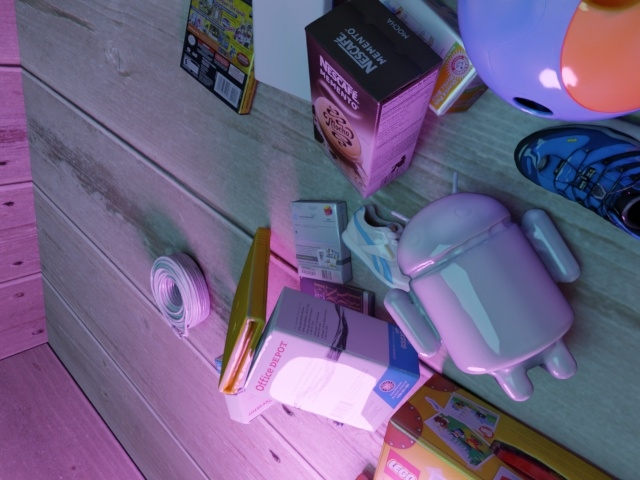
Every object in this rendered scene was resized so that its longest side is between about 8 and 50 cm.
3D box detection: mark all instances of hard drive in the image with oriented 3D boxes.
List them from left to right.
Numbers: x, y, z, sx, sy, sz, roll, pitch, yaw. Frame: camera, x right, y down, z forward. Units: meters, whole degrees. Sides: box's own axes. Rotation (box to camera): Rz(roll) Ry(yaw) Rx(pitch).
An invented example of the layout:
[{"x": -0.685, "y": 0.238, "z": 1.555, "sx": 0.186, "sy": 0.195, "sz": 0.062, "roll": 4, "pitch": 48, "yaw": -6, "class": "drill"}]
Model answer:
[{"x": -0.059, "y": -0.459, "z": 0.880, "sx": 0.210, "sy": 0.040, "sz": 0.319, "roll": 33, "pitch": 135, "yaw": 33, "class": "hard drive"}]

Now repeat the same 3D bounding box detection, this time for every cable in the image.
[{"x": -0.469, "y": 0.168, "z": 1.488, "sx": 0.257, "sy": 0.089, "sz": 0.257, "roll": 45, "pitch": 128, "yaw": 22, "class": "cable"}]

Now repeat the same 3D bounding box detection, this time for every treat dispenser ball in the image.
[{"x": 0.296, "y": -0.275, "z": 0.472, "sx": 0.288, "sy": 0.288, "sz": 0.288, "roll": 15, "pitch": 114, "yaw": 38, "class": "treat dispenser ball"}]

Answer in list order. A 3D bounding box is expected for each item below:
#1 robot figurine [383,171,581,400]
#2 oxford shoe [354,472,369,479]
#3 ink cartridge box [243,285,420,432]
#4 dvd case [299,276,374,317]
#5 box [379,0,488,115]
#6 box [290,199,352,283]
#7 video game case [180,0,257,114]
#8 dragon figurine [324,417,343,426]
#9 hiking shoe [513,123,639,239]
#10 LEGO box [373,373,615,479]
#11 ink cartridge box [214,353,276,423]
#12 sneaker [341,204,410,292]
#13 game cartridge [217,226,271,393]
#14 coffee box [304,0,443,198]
[{"x": 0.257, "y": 0.071, "z": 0.724, "sx": 0.299, "sy": 0.200, "sz": 0.354, "roll": -29, "pitch": 82, "yaw": 3, "class": "robot figurine"}, {"x": 0.086, "y": 0.785, "z": 1.177, "sx": 0.132, "sy": 0.130, "sz": 0.364, "roll": 31, "pitch": 123, "yaw": 23, "class": "oxford shoe"}, {"x": 0.020, "y": 0.257, "z": 0.945, "sx": 0.307, "sy": 0.129, "sz": 0.223, "roll": 20, "pitch": 126, "yaw": -8, "class": "ink cartridge box"}, {"x": 0.036, "y": 0.177, "z": 1.085, "sx": 0.221, "sy": 0.018, "sz": 0.165, "roll": 13, "pitch": 113, "yaw": 38, "class": "dvd case"}, {"x": 0.182, "y": -0.310, "z": 0.721, "sx": 0.203, "sy": 0.114, "sz": 0.103, "roll": 52, "pitch": 131, "yaw": 15, "class": "box"}, {"x": 0.000, "y": 0.000, "z": 1.043, "sx": 0.145, "sy": 0.038, "sz": 0.186, "roll": 6, "pitch": 109, "yaw": 40, "class": "box"}, {"x": -0.240, "y": -0.487, "z": 1.096, "sx": 0.275, "sy": 0.035, "sz": 0.248, "roll": 42, "pitch": 128, "yaw": 25, "class": "video game case"}, {"x": -0.014, "y": 0.329, "z": 1.134, "sx": 0.085, "sy": 0.144, "sz": 0.289, "roll": -29, "pitch": 65, "yaw": 46, "class": "dragon figurine"}, {"x": 0.401, "y": -0.077, "z": 0.592, "sx": 0.304, "sy": 0.132, "sz": 0.113, "roll": 30, "pitch": 122, "yaw": 31, "class": "hiking shoe"}, {"x": 0.347, "y": 0.554, "z": 0.814, "sx": 0.500, "sy": 0.193, "sz": 0.373, "roll": 26, "pitch": 120, "yaw": 33, "class": "LEGO box"}, {"x": -0.213, "y": 0.408, "z": 1.302, "sx": 0.082, "sy": 0.139, "sz": 0.191, "roll": -4, "pitch": 102, "yaw": 41, "class": "ink cartridge box"}, {"x": 0.142, "y": 0.022, "z": 0.891, "sx": 0.228, "sy": 0.087, "sz": 0.092, "roll": 41, "pitch": 126, "yaw": 22, "class": "sneaker"}, {"x": -0.185, "y": 0.169, "z": 1.124, "sx": 0.052, "sy": 0.324, "sz": 0.285, "roll": 16, "pitch": 126, "yaw": -13, "class": "game cartridge"}, {"x": 0.075, "y": -0.219, "z": 0.741, "sx": 0.168, "sy": 0.118, "sz": 0.297, "roll": 51, "pitch": 169, "yaw": 17, "class": "coffee box"}]
